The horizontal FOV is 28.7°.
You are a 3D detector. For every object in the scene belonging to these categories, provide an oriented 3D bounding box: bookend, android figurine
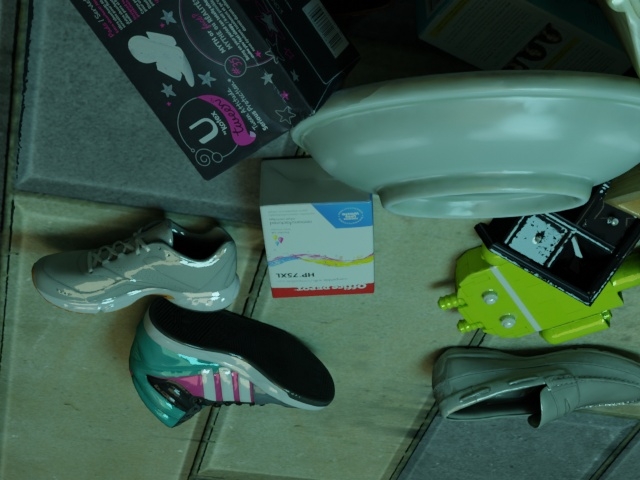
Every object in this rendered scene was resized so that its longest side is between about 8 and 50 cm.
[{"bbox_3d":[0.297,-0.029,1.496,0.156,0.072,0.157,29,105,-18],"label":"bookend"},{"bbox_3d":[0.291,0.055,1.653,0.273,0.056,0.248,-20,137,19],"label":"android figurine"}]

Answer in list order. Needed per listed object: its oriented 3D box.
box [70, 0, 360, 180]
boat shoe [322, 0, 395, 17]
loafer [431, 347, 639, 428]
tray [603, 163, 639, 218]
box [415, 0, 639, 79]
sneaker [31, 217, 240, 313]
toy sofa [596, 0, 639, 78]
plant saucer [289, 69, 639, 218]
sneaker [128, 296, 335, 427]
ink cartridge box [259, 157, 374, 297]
[{"bbox_3d":[-0.104,-0.211,1.158,0.142,0.163,0.247,-28,105,29],"label":"box"},{"bbox_3d":[-0.024,-0.255,1.248,0.207,0.073,0.073,-6,142,8],"label":"boat shoe"},{"bbox_3d":[0.321,0.222,1.810,0.320,0.111,0.112,0,141,-1],"label":"loafer"},{"bbox_3d":[0.455,-0.050,1.233,0.203,0.076,0.411,24,172,-6],"label":"tray"},{"bbox_3d":[0.227,-0.214,1.312,0.244,0.060,0.100,22,136,-25],"label":"box"},{"bbox_3d":[-0.230,0.019,1.575,0.263,0.099,0.121,-1,134,-12],"label":"sneaker"},{"bbox_3d":[0.404,-0.304,1.093,0.363,0.150,0.177,-22,136,9],"label":"toy sofa"},{"bbox_3d":[0.167,-0.083,1.289,0.401,0.100,0.400,-1,174,0],"label":"plant saucer"},{"bbox_3d":[-0.143,0.201,1.760,0.296,0.123,0.178,26,129,-18],"label":"sneaker"},{"bbox_3d":[0.000,0.000,1.556,0.134,0.078,0.231,-3,141,2],"label":"ink cartridge box"}]
